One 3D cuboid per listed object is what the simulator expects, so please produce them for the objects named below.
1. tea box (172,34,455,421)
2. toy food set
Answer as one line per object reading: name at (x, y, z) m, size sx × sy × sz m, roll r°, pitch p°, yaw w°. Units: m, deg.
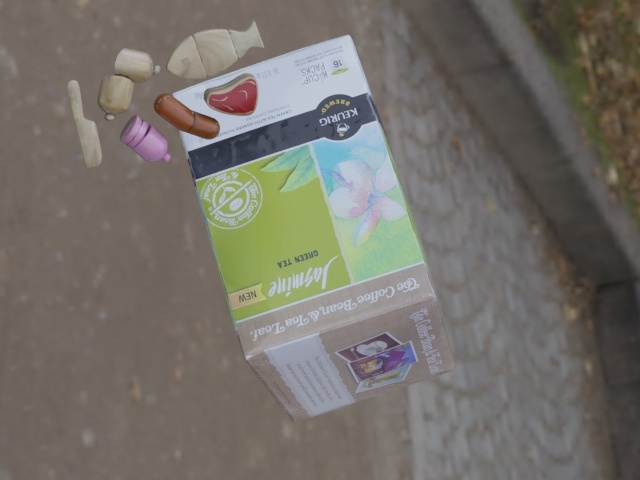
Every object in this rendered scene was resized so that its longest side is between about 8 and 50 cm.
tea box at (0.000, 0.000, 1.782) m, size 0.329 × 0.220 × 0.324 m, roll 66°, pitch 6°, yaw -69°
toy food set at (-0.091, -0.087, 0.952) m, size 0.019 × 0.122 × 0.078 m, roll -127°, pitch -156°, yaw -65°
